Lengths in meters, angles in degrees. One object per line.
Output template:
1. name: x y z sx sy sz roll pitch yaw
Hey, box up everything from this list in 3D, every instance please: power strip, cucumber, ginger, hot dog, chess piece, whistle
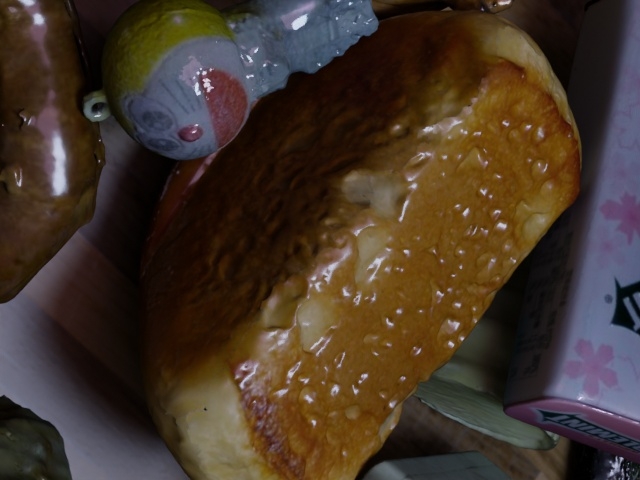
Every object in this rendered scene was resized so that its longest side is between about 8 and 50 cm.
1. power strip: 0.087 0.214 1.214 0.093 0.053 0.288 -55 157 10
2. cucumber: 0.268 0.143 1.380 0.067 0.067 0.245 12 84 -26
3. ginger: -0.225 -0.112 1.107 0.133 0.107 0.309 -25 107 -37
4. hot dog: 0.001 0.001 1.155 0.405 0.223 0.185 -51 134 -15
5. chess piece: 0.179 0.033 1.301 0.144 0.144 0.251 33 72 -23
6. whistle: -0.062 -0.125 1.094 0.223 0.123 0.123 -20 101 -8

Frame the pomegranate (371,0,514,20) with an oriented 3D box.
1. pomegranate: 0.080 -0.274 1.180 0.248 0.248 0.248 -1 93 -26

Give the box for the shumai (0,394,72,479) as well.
1. shumai: -0.271 0.292 1.034 0.330 0.292 0.288 -46 119 -40

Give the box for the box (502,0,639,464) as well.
1. box: 0.274 -0.015 1.224 0.190 0.112 0.370 20 72 -21
